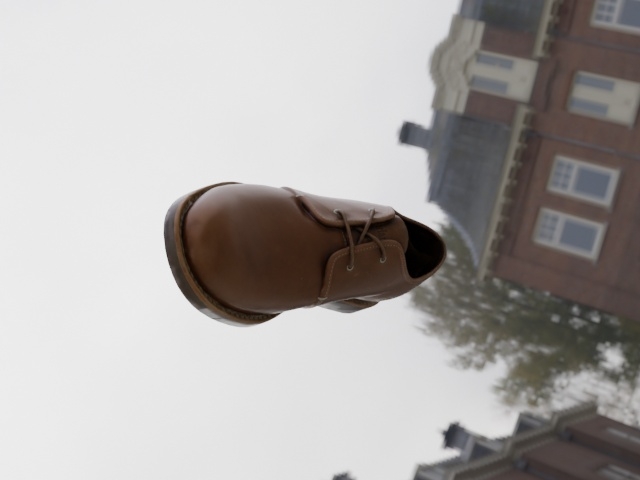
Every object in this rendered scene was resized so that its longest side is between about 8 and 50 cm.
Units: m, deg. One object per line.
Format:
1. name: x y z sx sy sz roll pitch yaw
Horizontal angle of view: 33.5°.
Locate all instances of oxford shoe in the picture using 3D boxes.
1. oxford shoe: 0.000 0.000 0.555 0.212 0.076 0.076 1 -105 -59
